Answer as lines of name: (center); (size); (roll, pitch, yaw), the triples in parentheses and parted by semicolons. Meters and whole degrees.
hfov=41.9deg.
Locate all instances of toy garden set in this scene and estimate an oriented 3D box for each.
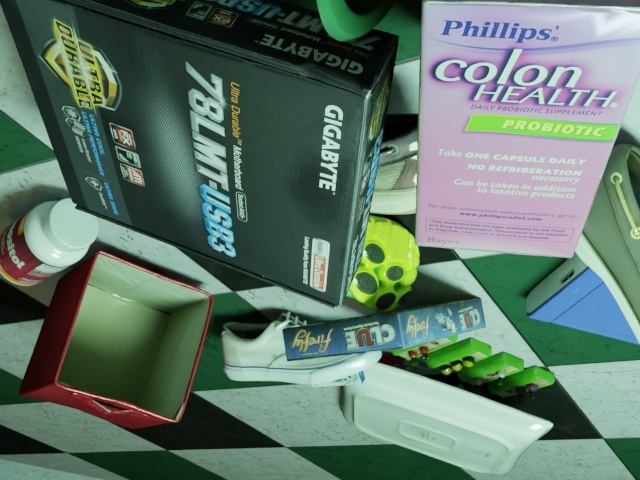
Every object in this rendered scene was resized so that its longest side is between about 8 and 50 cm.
toy garden set: (0.212, 0.221, 1.332); (0.244, 0.049, 0.204); (24, 147, -24)

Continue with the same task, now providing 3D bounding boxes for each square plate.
square plate: (0.187, 0.311, 1.418); (0.344, 0.049, 0.347); (18, 156, 11)

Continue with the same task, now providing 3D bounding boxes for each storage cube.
storage cube: (-0.291, 0.149, 1.194); (0.183, 0.215, 0.193); (24, 154, -26)

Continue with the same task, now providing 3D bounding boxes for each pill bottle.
pill bottle: (-0.349, 0.000, 1.066); (0.086, 0.086, 0.152); (30, 144, -33)

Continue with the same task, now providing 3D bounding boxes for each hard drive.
hard drive: (0.447, 0.078, 1.025); (0.318, 0.040, 0.210); (14, 150, -8)

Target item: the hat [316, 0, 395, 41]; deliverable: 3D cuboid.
hat: (-0.042, -0.241, 0.524); (0.183, 0.173, 0.208); (21, 169, 17)

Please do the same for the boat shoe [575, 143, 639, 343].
boat shoe: (0.347, 0.040, 0.809); (0.305, 0.109, 0.091); (51, 145, -3)

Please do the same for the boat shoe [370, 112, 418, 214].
boat shoe: (-0.011, -0.087, 0.816); (0.285, 0.103, 0.092); (7, 128, 30)

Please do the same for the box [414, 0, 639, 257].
box: (0.130, -0.142, 0.552); (0.117, 0.214, 0.243); (4, 150, 9)

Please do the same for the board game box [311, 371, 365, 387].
board game box: (0.016, 0.182, 1.297); (0.090, 0.020, 0.090); (-9, 105, 28)

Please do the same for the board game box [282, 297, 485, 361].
board game box: (0.088, 0.113, 1.072); (0.165, 0.042, 0.243); (-12, 174, 33)

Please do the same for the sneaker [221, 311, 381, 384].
sneaker: (-0.039, 0.155, 1.239); (0.258, 0.094, 0.091); (-7, 107, 21)

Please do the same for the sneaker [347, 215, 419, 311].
sneaker: (0.000, 0.000, 0.978); (0.295, 0.109, 0.123); (22, -177, -35)

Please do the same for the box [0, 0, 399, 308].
box: (-0.096, -0.087, 0.707); (0.293, 0.073, 0.295); (21, 148, 10)
